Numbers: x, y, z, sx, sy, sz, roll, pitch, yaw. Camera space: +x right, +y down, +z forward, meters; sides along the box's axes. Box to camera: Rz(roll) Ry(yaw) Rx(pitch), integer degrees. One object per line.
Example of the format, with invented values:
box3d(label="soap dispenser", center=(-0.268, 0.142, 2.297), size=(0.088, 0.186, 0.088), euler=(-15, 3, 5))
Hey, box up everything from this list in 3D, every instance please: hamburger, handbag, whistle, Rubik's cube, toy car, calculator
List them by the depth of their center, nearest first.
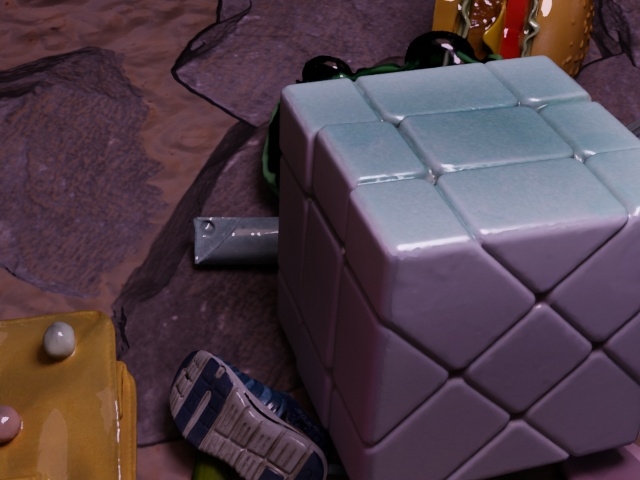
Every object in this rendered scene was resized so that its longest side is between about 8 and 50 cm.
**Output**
box3d(label="handbag", center=(-0.386, 0.212, 1.088), size=(0.401, 0.133, 0.283), euler=(-3, 52, -7))
box3d(label="Rubik's cube", center=(0.145, 0.027, 1.126), size=(0.321, 0.319, 0.316), euler=(-9, 37, -17))
box3d(label="calculator", center=(0.325, 0.263, 1.154), size=(0.103, 0.024, 0.166), euler=(-34, 58, -31))
box3d(label="whistle", center=(0.000, 0.000, 1.353), size=(0.312, 0.062, 0.062), euler=(0, 47, -5))
box3d(label="toy car", center=(0.111, -0.124, 1.397), size=(0.358, 0.176, 0.213), euler=(-7, 55, 22))
box3d(label="hamburger", center=(0.268, -0.300, 1.513), size=(0.212, 0.274, 0.274), euler=(10, 47, 9))

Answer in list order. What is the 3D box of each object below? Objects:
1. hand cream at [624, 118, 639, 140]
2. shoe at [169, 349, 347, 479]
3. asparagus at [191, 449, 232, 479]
box3d(label="hand cream", center=(0.530, -0.068, 1.466), size=(0.124, 0.078, 0.340), euler=(-32, 49, -29))
box3d(label="shoe", center=(-0.068, 0.192, 1.149), size=(0.207, 0.091, 0.106), euler=(36, 14, 17))
box3d(label="asparagus", center=(-0.116, 0.265, 1.111), size=(0.045, 0.041, 0.178), euler=(35, 27, -19))
